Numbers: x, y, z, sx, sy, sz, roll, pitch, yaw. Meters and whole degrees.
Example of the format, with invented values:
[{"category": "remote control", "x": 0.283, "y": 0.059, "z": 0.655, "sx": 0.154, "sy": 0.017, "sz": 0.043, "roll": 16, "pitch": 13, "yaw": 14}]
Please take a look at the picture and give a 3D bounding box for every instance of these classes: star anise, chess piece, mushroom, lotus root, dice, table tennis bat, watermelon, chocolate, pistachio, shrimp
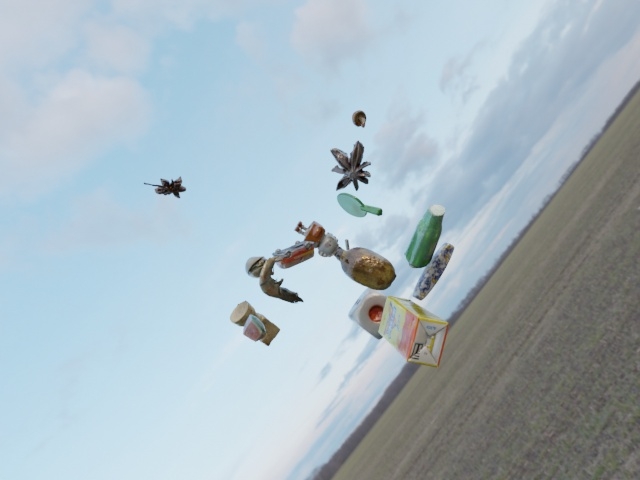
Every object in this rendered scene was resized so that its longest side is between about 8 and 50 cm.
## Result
[{"category": "star anise", "x": 0.146, "y": -0.344, "z": 2.079, "sx": 0.110, "sy": 0.199, "sz": 0.257, "roll": -61, "pitch": -34, "yaw": -49}, {"category": "chess piece", "x": -0.342, "y": 0.457, "z": 2.430, "sx": 0.137, "sy": 0.137, "sz": 0.301, "roll": -50, "pitch": -56, "yaw": -5}, {"category": "star anise", "x": -0.670, "y": -0.231, "z": 1.926, "sx": 0.191, "sy": 0.070, "sz": 0.097, "roll": 8, "pitch": -48, "yaw": -38}, {"category": "mushroom", "x": 0.211, "y": -0.651, "z": 2.429, "sx": 0.073, "sy": 0.129, "sz": 0.088, "roll": -30, "pitch": -47, "yaw": 29}, {"category": "lotus root", "x": 0.178, "y": 0.106, "z": 1.800, "sx": 0.145, "sy": 0.260, "sz": 0.128, "roll": -63, "pitch": -5, "yaw": 0}, {"category": "dice", "x": 0.257, "y": 0.350, "z": 2.155, "sx": 0.194, "sy": 0.193, "sz": 0.192, "roll": -55, "pitch": -1, "yaw": -6}, {"category": "table tennis bat", "x": 0.183, "y": -0.158, "z": 2.099, "sx": 0.039, "sy": 0.257, "sz": 0.160, "roll": -52, "pitch": -44, "yaw": -20}, {"category": "watermelon", "x": -0.225, "y": 0.298, "z": 1.513, "sx": 0.072, "sy": 0.085, "sz": 0.092, "roll": -53, "pitch": -29, "yaw": -26}, {"category": "chocolate", "x": 0.376, "y": -0.019, "z": 1.579, "sx": 0.110, "sy": 0.110, "sz": 0.291, "roll": -42, "pitch": -23, "yaw": -27}, {"category": "pistachio", "x": -0.345, "y": 0.141, "z": 2.433, "sx": 0.136, "sy": 0.136, "sz": 0.226, "roll": -46, "pitch": 3, "yaw": -15}, {"category": "shrimp", "x": -0.115, "y": 0.124, "z": 1.452, "sx": 0.195, "sy": 0.035, "sz": 0.147, "roll": 28, "pitch": -120, "yaw": -39}]

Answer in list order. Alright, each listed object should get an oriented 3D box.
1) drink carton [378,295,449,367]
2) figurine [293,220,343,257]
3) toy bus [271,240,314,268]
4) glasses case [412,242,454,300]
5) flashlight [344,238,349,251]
[{"category": "drink carton", "x": 0.308, "y": 0.300, "z": 1.536, "sx": 0.351, "sy": 0.111, "sz": 0.154, "roll": -153, "pitch": 77, "yaw": -83}, {"category": "figurine", "x": -0.006, "y": 0.001, "z": 2.173, "sx": 0.143, "sy": 0.271, "sz": 0.143, "roll": -39, "pitch": 26, "yaw": 23}, {"category": "toy bus", "x": -0.104, "y": 0.056, "z": 1.735, "sx": 0.174, "sy": 0.079, "sz": 0.077, "roll": -24, "pitch": -70, "yaw": -38}, {"category": "glasses case", "x": 0.431, "y": 0.118, "z": 1.709, "sx": 0.247, "sy": 0.065, "sz": 0.087, "roll": -58, "pitch": -3, "yaw": -9}, {"category": "flashlight", "x": 0.148, "y": 0.034, "z": 2.445, "sx": 0.018, "sy": 0.018, "sz": 0.083, "roll": -28, "pitch": -62, "yaw": -41}]
